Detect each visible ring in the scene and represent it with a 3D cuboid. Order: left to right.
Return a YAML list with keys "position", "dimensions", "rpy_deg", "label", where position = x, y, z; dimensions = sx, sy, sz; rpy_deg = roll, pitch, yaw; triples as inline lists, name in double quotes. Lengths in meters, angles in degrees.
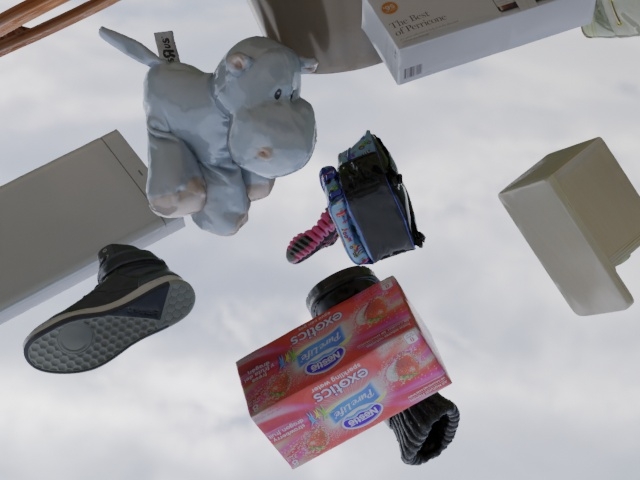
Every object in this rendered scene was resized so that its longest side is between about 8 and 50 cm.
- position: [-0.191, -0.198, 1.117]
  dimensions: [0.337, 0.032, 0.336]
  rpy_deg: [-26, -172, 4]
  label: "ring"

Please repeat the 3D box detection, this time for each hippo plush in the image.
- position: [-0.095, -0.169, 1.828]
  dimensions: [0.237, 0.294, 0.234]
  rpy_deg: [-19, 172, 38]
  label: "hippo plush"

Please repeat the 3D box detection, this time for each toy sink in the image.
- position: [0.409, -0.021, 2.157]
  dimensions: [0.131, 0.234, 0.153]
  rpy_deg: [-37, -174, -22]
  label: "toy sink"

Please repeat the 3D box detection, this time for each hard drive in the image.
- position: [-0.432, -0.026, 2.330]
  dimensions: [0.353, 0.047, 0.233]
  rpy_deg: [-29, -123, -17]
  label: "hard drive"

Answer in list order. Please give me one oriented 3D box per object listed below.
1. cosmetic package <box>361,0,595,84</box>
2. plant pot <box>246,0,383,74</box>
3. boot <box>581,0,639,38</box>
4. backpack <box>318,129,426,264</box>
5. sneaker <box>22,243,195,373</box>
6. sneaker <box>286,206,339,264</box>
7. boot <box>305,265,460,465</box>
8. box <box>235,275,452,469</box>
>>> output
- position: [0.173, -0.255, 1.560]
  dimensions: [0.239, 0.060, 0.099]
  rpy_deg: [-19, -127, -13]
  label: "cosmetic package"
- position: [0.008, -0.381, 1.890]
  dimensions: [0.323, 0.280, 0.323]
  rpy_deg: [-8, -156, 3]
  label: "plant pot"
- position: [0.405, -0.342, 1.771]
  dimensions: [0.165, 0.213, 0.077]
  rpy_deg: [13, -141, 30]
  label: "boot"
- position: [0.068, -0.070, 2.087]
  dimensions: [0.117, 0.158, 0.173]
  rpy_deg: [-21, -141, 4]
  label: "backpack"
- position: [-0.291, 0.085, 1.851]
  dimensions: [0.226, 0.086, 0.163]
  rpy_deg: [-22, -150, -17]
  label: "sneaker"
- position: [0.000, 0.000, 2.223]
  dimensions: [0.047, 0.119, 0.057]
  rpy_deg: [48, 179, 39]
  label: "sneaker"
- position: [0.113, 0.211, 2.393]
  dimensions: [0.131, 0.348, 0.260]
  rpy_deg: [-32, -123, -1]
  label: "boot"
- position: [0.036, 0.213, 2.281]
  dimensions: [0.300, 0.154, 0.142]
  rpy_deg: [-29, -143, 6]
  label: "box"
